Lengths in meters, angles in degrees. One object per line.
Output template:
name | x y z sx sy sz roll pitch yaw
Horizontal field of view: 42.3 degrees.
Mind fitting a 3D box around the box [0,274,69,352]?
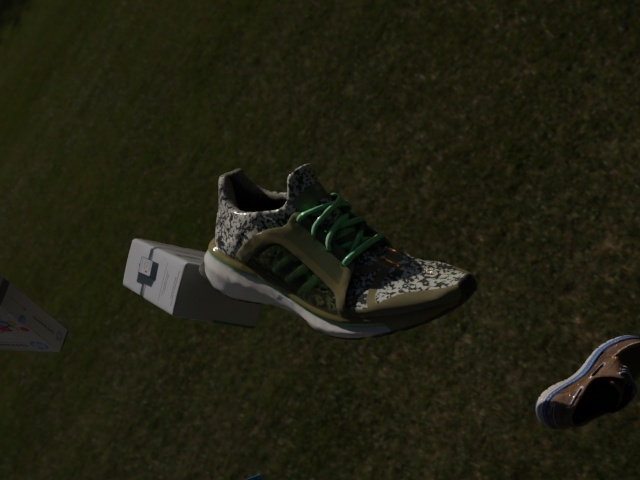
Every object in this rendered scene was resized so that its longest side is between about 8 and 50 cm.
box | -0.434 0.085 1.047 0.145 0.186 0.038 -1 58 21

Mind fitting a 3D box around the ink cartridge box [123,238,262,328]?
ink cartridge box | -0.206 0.067 1.332 0.208 0.153 0.086 19 94 54

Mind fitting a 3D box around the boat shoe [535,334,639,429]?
boat shoe | 0.358 0.183 1.033 0.183 0.066 0.066 -33 15 -19

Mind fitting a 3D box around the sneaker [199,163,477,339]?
sneaker | 0.000 0.000 1.045 0.410 0.182 0.158 11 29 33

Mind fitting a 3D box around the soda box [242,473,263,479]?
soda box | -0.171 0.482 1.476 0.067 0.210 0.071 -38 70 21
